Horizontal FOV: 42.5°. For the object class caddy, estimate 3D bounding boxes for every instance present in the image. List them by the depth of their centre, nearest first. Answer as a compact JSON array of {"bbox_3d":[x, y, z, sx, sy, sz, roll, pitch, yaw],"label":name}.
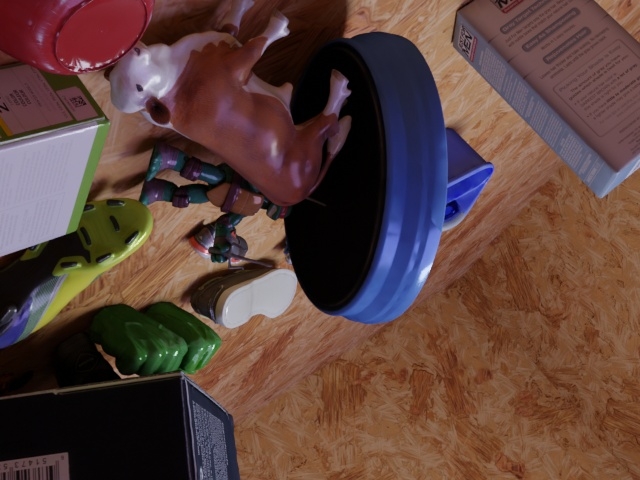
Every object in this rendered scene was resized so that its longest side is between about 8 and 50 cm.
[{"bbox_3d":[0.240,-0.098,1.829,0.341,0.179,0.241,-27,161,-37],"label":"caddy"}]

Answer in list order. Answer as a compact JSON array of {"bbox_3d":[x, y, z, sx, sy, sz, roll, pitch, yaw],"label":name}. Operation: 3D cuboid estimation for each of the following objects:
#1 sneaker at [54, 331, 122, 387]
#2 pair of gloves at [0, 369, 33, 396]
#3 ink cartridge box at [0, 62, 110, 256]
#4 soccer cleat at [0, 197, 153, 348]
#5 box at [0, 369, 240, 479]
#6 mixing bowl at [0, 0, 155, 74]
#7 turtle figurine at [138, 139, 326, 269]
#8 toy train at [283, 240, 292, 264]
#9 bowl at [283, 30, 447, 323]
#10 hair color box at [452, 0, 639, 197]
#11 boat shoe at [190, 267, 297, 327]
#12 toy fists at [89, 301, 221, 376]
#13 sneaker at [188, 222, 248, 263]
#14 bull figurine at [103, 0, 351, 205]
[{"bbox_3d":[-0.407,0.258,1.464,0.087,0.130,0.227,-29,163,-26],"label":"sneaker"},{"bbox_3d":[-0.524,0.245,1.380,0.074,0.010,0.083,-43,164,14],"label":"pair of gloves"},{"bbox_3d":[-0.350,-0.058,0.783,0.255,0.097,0.189,-23,158,-39],"label":"ink cartridge box"},{"bbox_3d":[-0.343,0.040,1.084,0.289,0.093,0.121,-36,170,-1],"label":"soccer cleat"},{"bbox_3d":[-0.390,0.412,1.298,0.479,0.298,0.472,-8,163,-1],"label":"box"},{"bbox_3d":[-0.206,-0.206,0.687,0.181,0.098,0.181,-36,163,-13],"label":"mixing bowl"},{"bbox_3d":[-0.121,-0.054,1.106,0.118,0.234,0.175,-92,-158,-55],"label":"turtle figurine"},{"bbox_3d":[0.000,0.000,1.754,0.184,0.080,0.105,-21,150,-47],"label":"toy train"},{"bbox_3d":[0.040,-0.083,1.104,0.077,0.391,0.391,0,147,-22],"label":"bowl"},{"bbox_3d":[0.411,-0.276,1.356,0.185,0.374,0.114,-37,164,-7],"label":"hair color box"},{"bbox_3d":[-0.148,0.108,1.695,0.305,0.091,0.109,-11,112,-62],"label":"boat shoe"},{"bbox_3d":[-0.282,0.183,1.462,0.096,0.142,0.279,-66,159,6],"label":"toy fists"},{"bbox_3d":[-0.161,-0.002,1.426,0.065,0.061,0.158,-50,162,15],"label":"sneaker"},{"bbox_3d":[-0.089,-0.162,0.921,0.188,0.101,0.310,-49,132,3],"label":"bull figurine"}]
